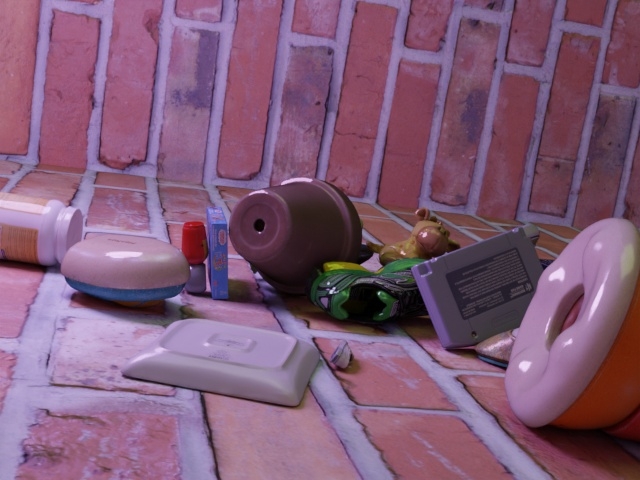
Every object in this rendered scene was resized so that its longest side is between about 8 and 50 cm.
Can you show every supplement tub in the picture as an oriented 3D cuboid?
[{"bbox_3d":[-0.620,-0.023,2.010,0.199,0.144,0.144,9,10,1],"label":"supplement tub"}]

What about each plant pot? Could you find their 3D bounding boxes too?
[{"bbox_3d":[-0.074,-0.015,1.995,0.263,0.263,0.229,13,1,27],"label":"plant pot"}]

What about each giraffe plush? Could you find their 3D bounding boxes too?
[{"bbox_3d":[0.228,0.029,2.158,0.181,0.170,0.210,50,1,-33],"label":"giraffe plush"}]

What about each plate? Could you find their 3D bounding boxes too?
[{"bbox_3d":[-0.148,0.183,1.529,0.277,0.045,0.278,10,10,6],"label":"plate"}]

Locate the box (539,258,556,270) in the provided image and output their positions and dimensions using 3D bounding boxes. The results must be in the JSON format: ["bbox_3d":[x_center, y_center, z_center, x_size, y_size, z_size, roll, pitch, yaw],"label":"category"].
[{"bbox_3d":[0.640,0.117,2.382,0.207,0.108,0.153,5,10,-22],"label":"box"}]

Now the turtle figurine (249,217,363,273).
[{"bbox_3d":[-0.018,0.056,2.203,0.266,0.275,0.198,-10,30,11],"label":"turtle figurine"}]

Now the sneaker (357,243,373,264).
[{"bbox_3d":[0.000,0.000,2.380,0.286,0.130,0.109,7,-21,-20],"label":"sneaker"}]

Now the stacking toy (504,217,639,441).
[{"bbox_3d":[0.562,0.209,1.465,0.480,0.351,0.350,26,9,-3],"label":"stacking toy"}]

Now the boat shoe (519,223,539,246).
[{"bbox_3d":[0.375,0.051,2.027,0.302,0.094,0.109,-26,-4,-38],"label":"boat shoe"}]

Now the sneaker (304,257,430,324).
[{"bbox_3d":[0.147,0.124,1.950,0.343,0.134,0.146,-2,24,-23],"label":"sneaker"}]

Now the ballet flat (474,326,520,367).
[{"bbox_3d":[0.454,0.201,1.726,0.348,0.123,0.123,14,11,31],"label":"ballet flat"}]

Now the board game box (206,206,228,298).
[{"bbox_3d":[-0.222,0.022,2.033,0.039,0.160,0.211,-2,12,-10],"label":"board game box"}]

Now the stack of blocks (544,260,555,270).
[{"bbox_3d":[0.525,0.131,2.021,0.087,0.171,0.297,2,11,-35],"label":"stack of blocks"}]

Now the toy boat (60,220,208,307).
[{"bbox_3d":[-0.328,0.061,1.862,0.267,0.148,0.318,9,16,33],"label":"toy boat"}]

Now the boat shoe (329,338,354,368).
[{"bbox_3d":[0.041,0.199,1.640,0.035,0.035,0.100,36,7,1],"label":"boat shoe"}]

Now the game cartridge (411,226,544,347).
[{"bbox_3d":[0.330,0.100,1.889,0.294,0.196,0.060,-18,-10,-31],"label":"game cartridge"}]
